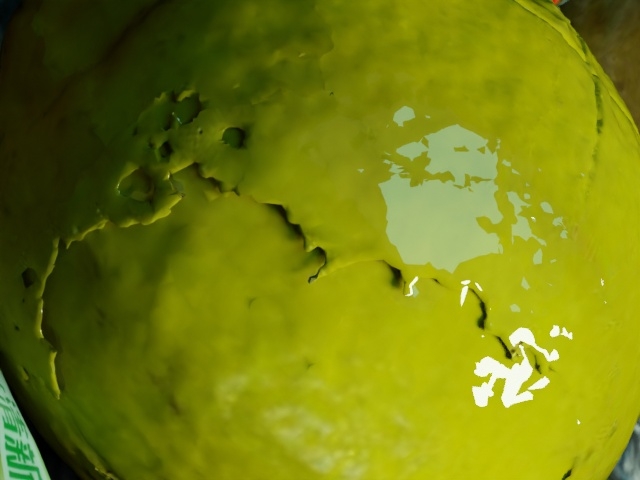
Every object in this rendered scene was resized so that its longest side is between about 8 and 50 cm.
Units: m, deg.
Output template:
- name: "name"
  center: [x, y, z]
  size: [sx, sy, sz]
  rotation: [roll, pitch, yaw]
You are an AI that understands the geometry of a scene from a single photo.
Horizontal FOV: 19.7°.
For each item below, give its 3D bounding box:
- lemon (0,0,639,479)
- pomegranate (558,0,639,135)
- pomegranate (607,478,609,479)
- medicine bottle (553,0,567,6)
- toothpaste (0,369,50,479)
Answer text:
- name: "lemon"
  center: [-0.001, 0.000, 0.766]
  size: [0.297, 0.297, 0.297]
  rotation: [12, 72, -42]
- name: "pomegranate"
  center: [0.219, -0.088, 1.016]
  size: [0.307, 0.307, 0.307]
  rotation: [12, 72, -42]
- name: "pomegranate"
  center: [0.069, 0.165, 0.912]
  size: [0.169, 0.143, 0.122]
  rotation: [-40, 70, -9]
- name: "medicine bottle"
  center: [0.075, -0.237, 0.921]
  size: [0.141, 0.141, 0.293]
  rotation: [35, 33, -33]
- name: "toothpaste"
  center: [-0.155, 0.028, 0.694]
  size: [0.297, 0.048, 0.075]
  rotation: [61, 13, 21]
